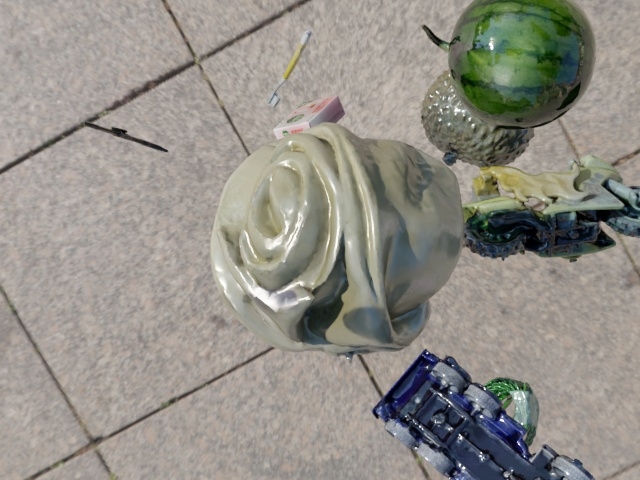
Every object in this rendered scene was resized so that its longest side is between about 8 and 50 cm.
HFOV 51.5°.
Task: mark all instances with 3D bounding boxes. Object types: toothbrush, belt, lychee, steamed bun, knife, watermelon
[{"bbox_3d":[-0.070,-0.378,1.492,0.024,0.288,0.021,47,62,1],"label":"toothbrush"},{"bbox_3d":[0.329,0.316,1.188,0.121,0.079,0.151,24,92,42],"label":"belt"},{"bbox_3d":[0.356,-0.285,1.474,0.255,0.255,0.274,27,95,-2],"label":"lychee"},{"bbox_3d":[0.000,0.000,0.917,0.368,0.255,0.342,-1,85,31],"label":"steamed bun"},{"bbox_3d":[-0.423,-0.229,1.436,0.046,0.222,0.021,24,95,35],"label":"knife"},{"bbox_3d":[0.252,-0.243,0.885,0.215,0.188,0.188,11,96,26],"label":"watermelon"}]

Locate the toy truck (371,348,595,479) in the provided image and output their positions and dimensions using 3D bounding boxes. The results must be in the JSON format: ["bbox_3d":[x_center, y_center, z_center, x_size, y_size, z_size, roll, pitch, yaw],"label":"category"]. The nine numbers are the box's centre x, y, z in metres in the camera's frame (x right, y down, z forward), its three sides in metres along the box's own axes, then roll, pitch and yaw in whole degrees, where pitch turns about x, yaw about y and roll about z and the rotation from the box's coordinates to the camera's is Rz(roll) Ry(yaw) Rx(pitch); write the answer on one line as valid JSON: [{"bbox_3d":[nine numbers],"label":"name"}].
[{"bbox_3d":[0.206,0.273,0.835,0.268,0.155,0.124,38,78,29],"label":"toy truck"}]

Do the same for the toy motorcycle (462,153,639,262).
[{"bbox_3d":[0.479,-0.068,1.356,0.410,0.237,0.168,-9,127,-2],"label":"toy motorcycle"}]

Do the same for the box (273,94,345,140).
[{"bbox_3d":[-0.020,-0.226,1.266,0.089,0.125,0.043,-5,122,35],"label":"box"}]
